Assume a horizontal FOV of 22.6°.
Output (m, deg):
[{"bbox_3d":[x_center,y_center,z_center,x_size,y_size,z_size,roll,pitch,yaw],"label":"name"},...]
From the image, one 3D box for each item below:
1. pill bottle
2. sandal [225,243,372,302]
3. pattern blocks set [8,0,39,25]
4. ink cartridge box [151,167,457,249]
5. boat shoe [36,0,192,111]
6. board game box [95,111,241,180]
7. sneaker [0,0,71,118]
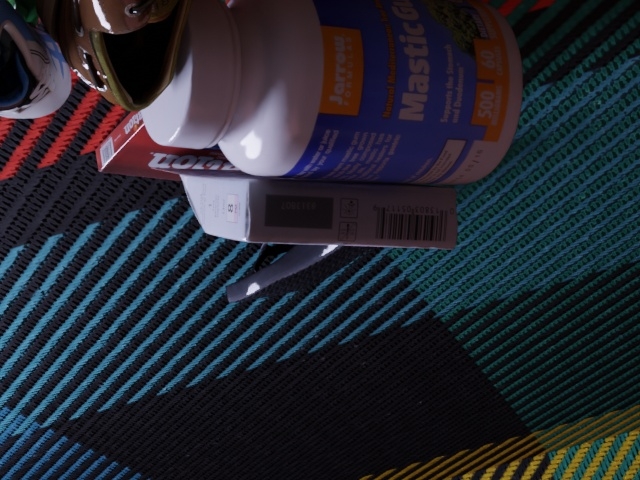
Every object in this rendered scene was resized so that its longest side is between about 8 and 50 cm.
[{"bbox_3d":[0.006,-0.122,1.234,0.272,0.152,0.152,1,154,-28],"label":"pill bottle"},{"bbox_3d":[0.001,0.000,1.648,0.254,0.054,0.097,-31,164,35],"label":"sandal"},{"bbox_3d":[-0.316,-0.147,1.065,0.325,0.026,0.285,-19,163,-41],"label":"pattern blocks set"},{"bbox_3d":[-0.020,-0.029,1.355,0.189,0.066,0.232,1,180,-25],"label":"ink cartridge box"},{"bbox_3d":[-0.118,-0.191,1.045,0.111,0.104,0.307,-28,165,-17],"label":"boat shoe"},{"bbox_3d":[-0.045,-0.090,1.447,0.281,0.027,0.145,5,153,-33],"label":"board game box"},{"bbox_3d":[-0.226,-0.117,1.127,0.085,0.086,0.237,-33,169,3],"label":"sneaker"}]
